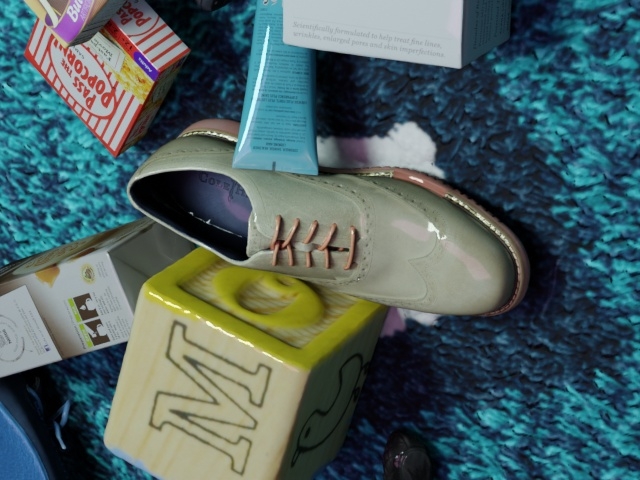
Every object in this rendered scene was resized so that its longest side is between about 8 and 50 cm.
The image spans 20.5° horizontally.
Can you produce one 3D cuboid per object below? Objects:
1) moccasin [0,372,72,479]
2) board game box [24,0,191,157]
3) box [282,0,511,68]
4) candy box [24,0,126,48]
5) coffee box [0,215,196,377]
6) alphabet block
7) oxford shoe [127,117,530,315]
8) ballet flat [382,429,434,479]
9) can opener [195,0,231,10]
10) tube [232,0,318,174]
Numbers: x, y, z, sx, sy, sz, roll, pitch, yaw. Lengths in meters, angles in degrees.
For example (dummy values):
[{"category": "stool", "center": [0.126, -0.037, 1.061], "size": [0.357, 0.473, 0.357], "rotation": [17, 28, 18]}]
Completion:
[{"category": "moccasin", "center": [-0.347, 0.181, 1.961], "size": [0.138, 0.117, 0.342], "rotation": [-24, 93, 33]}, {"category": "board game box", "center": [-0.213, -0.185, 1.738], "size": [0.147, 0.045, 0.193], "rotation": [48, 151, 5]}, {"category": "box", "center": [0.069, -0.261, 1.557], "size": [0.181, 0.119, 0.181], "rotation": [12, 114, 25]}, {"category": "candy box", "center": [-0.200, -0.276, 1.595], "size": [0.187, 0.053, 0.109], "rotation": [-42, 86, 26]}, {"category": "coffee box", "center": [-0.259, 0.060, 1.848], "size": [0.247, 0.141, 0.098], "rotation": [-17, 100, 32]}, {"category": "alphabet block", "center": [-0.074, 0.131, 1.747], "size": [0.193, 0.192, 0.197], "rotation": [26, 120, 16]}, {"category": "oxford shoe", "center": [0.000, 0.000, 1.678], "size": [0.397, 0.146, 0.140], "rotation": [16, 116, 23]}, {"category": "ballet flat", "center": [0.088, 0.274, 1.806], "size": [0.058, 0.049, 0.173], "rotation": [-4, 114, -17]}, {"category": "can opener", "center": [-0.073, -0.295, 1.657], "size": [0.073, 0.059, 0.186], "rotation": [39, 123, 11]}, {"category": "tube", "center": [-0.035, -0.167, 1.648], "size": [0.080, 0.052, 0.207], "rotation": [4, 89, 5]}]
